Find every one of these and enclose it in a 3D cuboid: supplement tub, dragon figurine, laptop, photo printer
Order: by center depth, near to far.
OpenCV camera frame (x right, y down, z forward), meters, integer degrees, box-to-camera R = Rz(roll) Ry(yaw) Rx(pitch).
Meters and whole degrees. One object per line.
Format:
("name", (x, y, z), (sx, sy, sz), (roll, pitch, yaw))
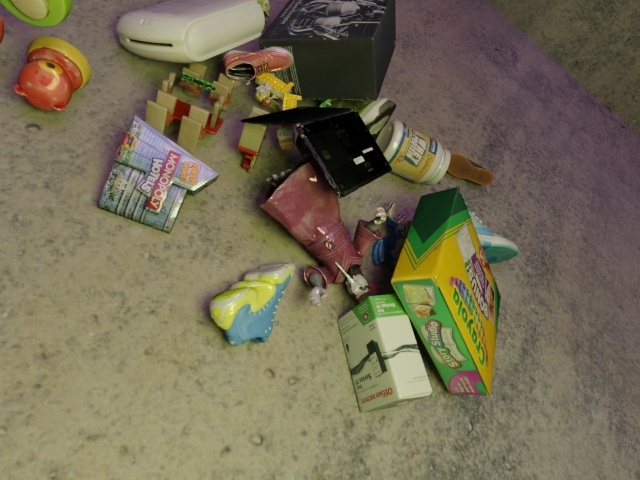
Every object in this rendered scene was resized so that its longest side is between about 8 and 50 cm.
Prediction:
("laptop", (-0.002, -0.213, 0.984), (0.234, 0.136, 0.264), (-33, 91, -47))
("photo printer", (-0.330, -0.537, 1.098), (0.256, 0.107, 0.307), (19, 44, 25))
("dragon figurine", (0.192, 0.032, 1.120), (0.085, 0.144, 0.289), (20, 72, -20))
("supplement tub", (0.272, -0.259, 1.309), (0.200, 0.144, 0.144), (20, 53, -17))

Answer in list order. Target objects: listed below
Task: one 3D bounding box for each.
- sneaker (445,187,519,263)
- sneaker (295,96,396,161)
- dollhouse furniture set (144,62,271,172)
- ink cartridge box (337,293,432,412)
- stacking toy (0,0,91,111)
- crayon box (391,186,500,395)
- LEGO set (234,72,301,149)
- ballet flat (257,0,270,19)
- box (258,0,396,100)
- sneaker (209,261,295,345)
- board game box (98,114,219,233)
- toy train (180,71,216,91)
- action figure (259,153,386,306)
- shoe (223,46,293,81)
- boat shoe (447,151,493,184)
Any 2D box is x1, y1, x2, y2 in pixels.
("sneaker", (0.445, -0.053, 1.295), (0.319, 0.127, 0.208), (13, 57, -24))
("sneaker", (0.043, -0.344, 1.256), (0.182, 0.158, 0.410), (39, 44, 16))
("dollhouse furniture set", (-0.259, -0.277, 1.029), (0.259, 0.135, 0.262), (22, 39, -10))
("ink cartridge box", (0.127, 0.237, 0.912), (0.087, 0.153, 0.208), (0, 60, -29))
("stacking toy", (-0.610, -0.388, 0.800), (0.309, 0.279, 0.130), (14, 54, -17))
("crayon box", (0.310, 0.115, 1.006), (0.363, 0.106, 0.313), (59, 38, -26))
("LEGO set", (-0.122, -0.343, 1.158), (0.132, 0.107, 0.287), (-27, 72, -24))
("ballet flat", (-0.250, -0.712, 1.337), (0.241, 0.091, 0.077), (-25, 100, -34))
("box", (0.038, -0.572, 1.256), (0.312, 0.179, 0.343), (7, 50, 15))
("sneaker", (-0.126, 0.132, 0.893), (0.240, 0.091, 0.126), (-29, 110, -51))
("board game box", (-0.320, -0.123, 0.892), (0.194, 0.060, 0.194), (21, 78, -16))
("toy train", (-0.275, -0.360, 0.986), (0.083, 0.017, 0.023), (19, 29, -12))
("action figure", (0.000, 0.000, 1.005), (0.248, 0.276, 0.370), (-35, 102, -18))
("shoe", (-0.153, -0.438, 1.092), (0.178, 0.063, 0.081), (-5, 48, -10))
("boat shoe", (0.487, -0.243, 1.480), (0.207, 0.073, 0.073), (23, 15, -20))
